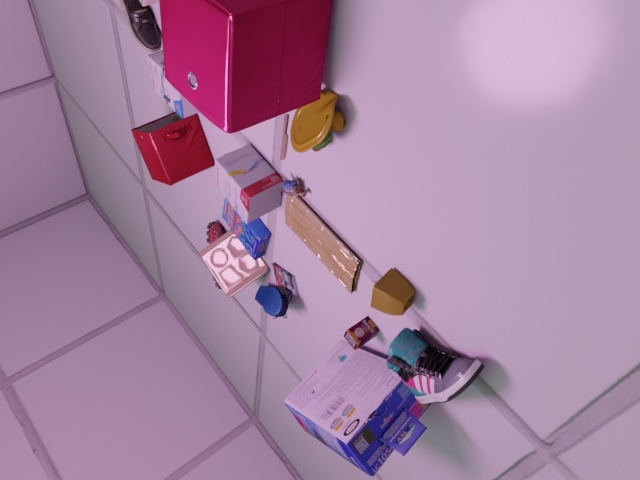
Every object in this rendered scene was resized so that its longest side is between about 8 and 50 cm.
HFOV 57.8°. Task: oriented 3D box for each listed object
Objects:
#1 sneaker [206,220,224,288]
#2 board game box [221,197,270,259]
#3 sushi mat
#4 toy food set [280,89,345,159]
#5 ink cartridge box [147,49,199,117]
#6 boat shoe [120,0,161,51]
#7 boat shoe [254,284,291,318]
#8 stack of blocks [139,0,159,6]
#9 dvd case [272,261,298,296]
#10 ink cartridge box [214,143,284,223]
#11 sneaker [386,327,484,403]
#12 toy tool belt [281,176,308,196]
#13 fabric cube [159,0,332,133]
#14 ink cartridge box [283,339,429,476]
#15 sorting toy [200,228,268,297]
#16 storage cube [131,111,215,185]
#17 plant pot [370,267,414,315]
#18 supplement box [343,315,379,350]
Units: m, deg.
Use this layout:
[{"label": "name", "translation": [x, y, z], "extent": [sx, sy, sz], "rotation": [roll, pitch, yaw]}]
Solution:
[{"label": "sneaker", "translation": [-0.359, 0.047, 2.216], "extent": [0.097, 0.135, 0.276], "rotation": [93, 163, -65]}, {"label": "board game box", "translation": [-0.259, -0.055, 1.994], "extent": [0.210, 0.047, 0.160], "rotation": [52, 152, 16]}, {"label": "sushi mat", "translation": [0.000, 0.000, 1.642], "extent": [0.316, 0.019, 0.151], "rotation": [47, 151, 25]}, {"label": "toy food set", "translation": [-0.008, -0.263, 1.351], "extent": [0.218, 0.071, 0.128], "rotation": [-14, 71, 55]}, {"label": "ink cartridge box", "translation": [-0.468, -0.506, 1.865], "extent": [0.190, 0.082, 0.139], "rotation": [42, 148, 28]}, {"label": "boat shoe", "translation": [-0.573, -0.710, 1.841], "extent": [0.223, 0.080, 0.073], "rotation": [64, 158, 1]}, {"label": "boat shoe", "translation": [-0.151, 0.209, 2.034], "extent": [0.089, 0.109, 0.258], "rotation": [27, -177, -23]}, {"label": "stack of blocks", "translation": [-0.453, -0.772, 1.568], "extent": [0.171, 0.087, 0.297], "rotation": [58, 153, 3]}, {"label": "dvd case", "translation": [-0.121, 0.133, 1.985], "extent": [0.119, 0.013, 0.087], "rotation": [31, 142, 44]}, {"label": "ink cartridge box", "translation": [-0.214, -0.170, 1.716], "extent": [0.176, 0.127, 0.128], "rotation": [48, 151, 21]}, {"label": "sneaker", "translation": [0.256, 0.287, 1.394], "extent": [0.178, 0.124, 0.295], "rotation": [46, 153, 5]}, {"label": "toy tool belt", "translation": [-0.075, -0.148, 1.588], "extent": [0.083, 0.052, 0.051], "rotation": [19, 141, 51]}, {"label": "fabric cube", "translation": [-0.156, -0.421, 1.186], "extent": [0.254, 0.259, 0.258], "rotation": [43, 145, 26]}, {"label": "ink cartridge box", "translation": [0.114, 0.463, 1.620], "extent": [0.395, 0.270, 0.151], "rotation": [8, 137, 58]}, {"label": "sorting toy", "translation": [-0.312, 0.074, 2.103], "extent": [0.208, 0.193, 0.038], "rotation": [57, -168, 9]}, {"label": "storage cube", "translation": [-0.508, -0.320, 2.003], "extent": [0.215, 0.183, 0.193], "rotation": [20, 134, 51]}, {"label": "plant pot", "translation": [0.180, 0.134, 1.410], "extent": [0.083, 0.081, 0.081], "rotation": [31, 143, 26]}, {"label": "supplement box", "translation": [0.115, 0.261, 1.635], "extent": [0.055, 0.083, 0.043], "rotation": [48, 150, 21]}]
